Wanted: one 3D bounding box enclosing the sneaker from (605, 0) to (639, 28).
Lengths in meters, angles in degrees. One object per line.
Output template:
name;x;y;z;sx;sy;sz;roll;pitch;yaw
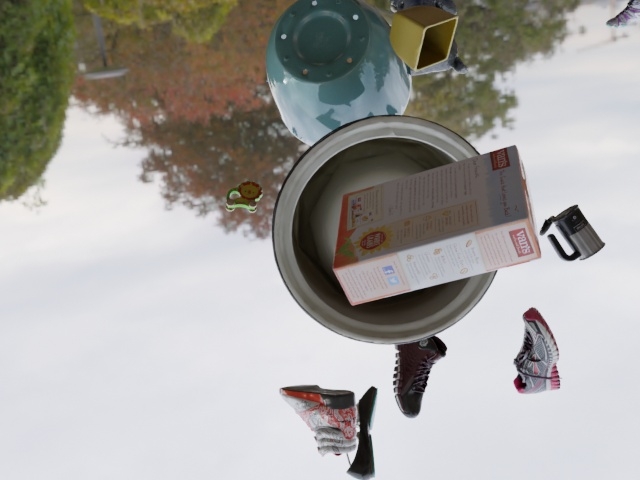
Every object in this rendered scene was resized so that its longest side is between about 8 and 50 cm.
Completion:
sneaker;0.625;-0.473;1.660;0.098;0.069;0.038;-14;-149;16

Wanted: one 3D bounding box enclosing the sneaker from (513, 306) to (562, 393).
sneaker;0.558;0.302;2.146;0.112;0.299;0.120;-15;-143;2

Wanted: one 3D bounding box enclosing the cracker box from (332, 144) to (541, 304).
cracker box;0.138;-0.019;0.989;0.232;0.067;0.155;-16;-146;19

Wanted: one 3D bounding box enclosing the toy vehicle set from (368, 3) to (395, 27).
toy vehicle set;0.192;-0.619;2.318;0.166;0.035;0.267;21;-168;12

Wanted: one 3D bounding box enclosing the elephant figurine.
elephant figurine;0.249;-0.538;2.019;0.186;0.239;0.169;-9;-142;4

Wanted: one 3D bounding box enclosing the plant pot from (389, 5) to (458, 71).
plant pot;0.160;-0.338;1.335;0.081;0.081;0.083;-27;-127;-33

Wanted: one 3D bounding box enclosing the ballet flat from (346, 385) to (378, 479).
ballet flat;0.113;0.544;2.347;0.096;0.095;0.280;2;-125;5

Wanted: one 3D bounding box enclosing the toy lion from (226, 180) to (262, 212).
toy lion;-0.215;-0.127;2.316;0.100;0.034;0.096;3;-122;-5

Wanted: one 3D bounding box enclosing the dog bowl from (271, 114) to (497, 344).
dog bowl;0.116;-0.026;1.480;0.408;0.407;0.150;-8;-168;-2

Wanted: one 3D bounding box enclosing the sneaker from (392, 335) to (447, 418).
sneaker;0.307;0.389;2.465;0.163;0.281;0.106;-15;162;40

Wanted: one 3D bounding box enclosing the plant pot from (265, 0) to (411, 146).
plant pot;0.024;-0.348;1.612;0.293;0.292;0.235;-5;168;10

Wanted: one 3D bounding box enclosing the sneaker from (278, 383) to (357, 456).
sneaker;-0.010;0.403;1.834;0.090;0.144;0.270;-3;178;-33

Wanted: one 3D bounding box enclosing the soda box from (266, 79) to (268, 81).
soda box;-0.098;-0.527;2.399;0.067;0.071;0.210;27;-141;-15

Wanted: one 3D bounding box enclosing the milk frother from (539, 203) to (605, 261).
milk frother;0.689;-0.014;2.270;0.129;0.134;0.143;-35;-177;10
